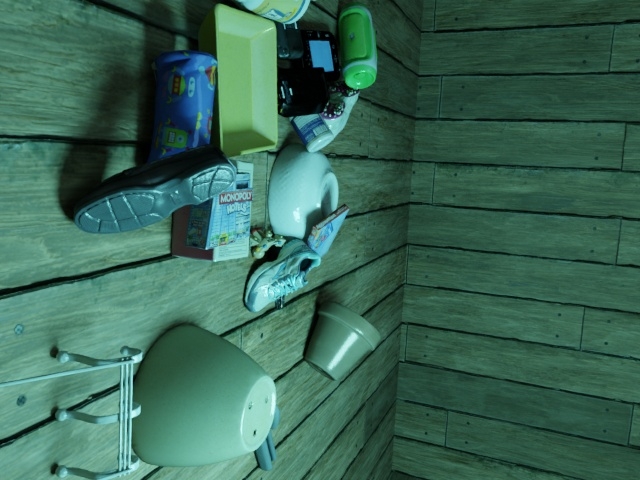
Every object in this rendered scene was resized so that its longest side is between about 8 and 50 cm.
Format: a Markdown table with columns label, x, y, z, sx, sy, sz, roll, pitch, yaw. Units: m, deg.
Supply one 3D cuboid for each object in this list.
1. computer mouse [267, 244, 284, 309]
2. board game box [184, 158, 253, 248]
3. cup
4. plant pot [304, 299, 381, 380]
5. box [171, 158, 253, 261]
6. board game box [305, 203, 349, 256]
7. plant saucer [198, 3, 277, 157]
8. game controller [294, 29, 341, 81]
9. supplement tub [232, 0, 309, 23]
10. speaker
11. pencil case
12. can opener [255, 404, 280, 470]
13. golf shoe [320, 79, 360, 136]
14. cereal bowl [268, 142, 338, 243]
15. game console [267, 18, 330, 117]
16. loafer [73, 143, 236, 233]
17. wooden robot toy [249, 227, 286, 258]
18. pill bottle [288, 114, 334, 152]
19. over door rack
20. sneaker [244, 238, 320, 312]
| label | x | y | z | sx | sy | sz | roll | pitch | yaw |
| --- | --- | --- | --- | --- | --- | --- | --- | --- | --- |
| computer mouse | -0.128 | 0.116 | 1.789 | 0.071 | 0.041 | 0.242 | -51 | 142 | -55 |
| board game box | -0.204 | -0.093 | 1.193 | 0.194 | 0.060 | 0.194 | -18 | 113 | -61 |
| cup | -0.245 | 0.380 | 1.310 | 0.331 | 0.236 | 0.332 | 6 | 90 | -67 |
| plant pot | 0.058 | 0.388 | 2.102 | 0.229 | 0.262 | 0.263 | -54 | 148 | -18 |
| box | -0.252 | -0.075 | 1.318 | 0.148 | 0.126 | 0.233 | -7 | 102 | -66 |
| board game box | 0.000 | 0.000 | 1.825 | 0.145 | 0.027 | 0.281 | -38 | 165 | -32 |
| plant saucer | -0.206 | -0.387 | 1.395 | 0.333 | 0.080 | 0.333 | -36 | 129 | -67 |
| game controller | -0.007 | -0.610 | 1.868 | 0.319 | 0.067 | 0.167 | -39 | 131 | -61 |
| supplement tub | -0.135 | -0.633 | 1.392 | 0.199 | 0.144 | 0.145 | -3 | 99 | -47 |
| speaker | 0.134 | -0.707 | 2.034 | 0.131 | 0.131 | 0.297 | 41 | 43 | -64 |
| pencil case | -0.295 | -0.248 | 1.179 | 0.119 | 0.133 | 0.307 | -158 | -106 | -79 |
| can opener | -0.172 | 0.615 | 1.757 | 0.074 | 0.093 | 0.281 | -55 | 149 | -52 |
| golf shoe | 0.059 | -0.476 | 2.042 | 0.306 | 0.115 | 0.140 | -58 | 162 | -44 |
| cereal bowl | -0.034 | -0.144 | 1.825 | 0.339 | 0.141 | 0.340 | 7 | 90 | -68 |
| game console | -0.078 | -0.540 | 1.612 | 0.213 | 0.043 | 0.362 | -21 | 103 | -47 |
| loafer | -0.314 | -0.101 | 1.061 | 0.109 | 0.302 | 0.095 | 89 | -25 | -52 |
| wooden robot toy | -0.176 | 0.014 | 1.645 | 0.079 | 0.076 | 0.173 | -53 | 166 | 19 |
| pill bottle | -0.039 | -0.366 | 1.733 | 0.170 | 0.094 | 0.094 | 59 | 24 | 5 |
| over door rack | -0.462 | 0.324 | 0.958 | 0.324 | 0.108 | 0.240 | -6 | 101 | -53 |
| sneaker | -0.110 | 0.110 | 1.670 | 0.283 | 0.122 | 0.110 | -48 | 145 | -27 |
